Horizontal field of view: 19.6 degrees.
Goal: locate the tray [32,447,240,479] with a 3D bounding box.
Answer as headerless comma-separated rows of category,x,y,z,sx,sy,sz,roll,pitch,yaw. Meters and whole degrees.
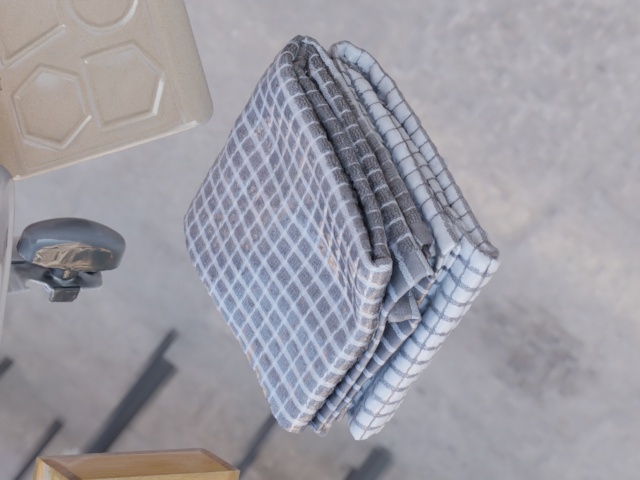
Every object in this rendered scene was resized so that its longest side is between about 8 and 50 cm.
tray,-0.220,0.417,1.870,0.203,0.411,0.076,2,-165,-40

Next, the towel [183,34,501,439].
towel,0.000,0.000,1.569,0.235,0.121,0.284,-57,46,36

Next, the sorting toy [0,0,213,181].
sorting toy,-0.214,-0.169,1.650,0.038,0.208,0.193,-18,-87,-79

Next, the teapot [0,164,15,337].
teapot,-0.346,0.036,1.445,0.187,0.256,0.252,9,175,-5

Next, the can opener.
can opener,-0.318,0.012,1.683,0.074,0.280,0.093,57,136,38
